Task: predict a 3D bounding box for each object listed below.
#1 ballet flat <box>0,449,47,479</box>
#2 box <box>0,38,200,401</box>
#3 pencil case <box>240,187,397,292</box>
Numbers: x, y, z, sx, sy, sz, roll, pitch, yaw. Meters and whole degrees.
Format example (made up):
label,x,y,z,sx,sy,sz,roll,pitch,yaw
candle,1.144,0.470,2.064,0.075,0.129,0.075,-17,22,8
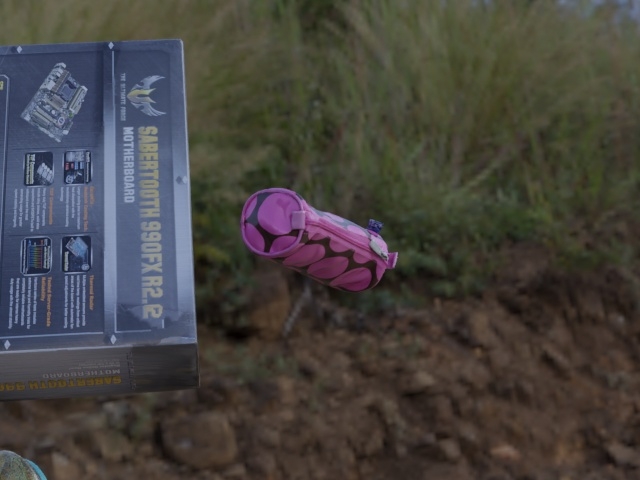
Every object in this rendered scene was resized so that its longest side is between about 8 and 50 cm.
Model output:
label,x,y,z,sx,sy,sz,roll,pitch,yaw
ballet flat,-0.308,0.300,1.059,0.123,0.123,0.348,-3,-45,-45
box,-0.168,-0.017,0.846,0.183,0.231,0.056,-3,-34,-6
pencil case,0.000,0.000,1.664,0.098,0.095,0.209,10,-6,36
